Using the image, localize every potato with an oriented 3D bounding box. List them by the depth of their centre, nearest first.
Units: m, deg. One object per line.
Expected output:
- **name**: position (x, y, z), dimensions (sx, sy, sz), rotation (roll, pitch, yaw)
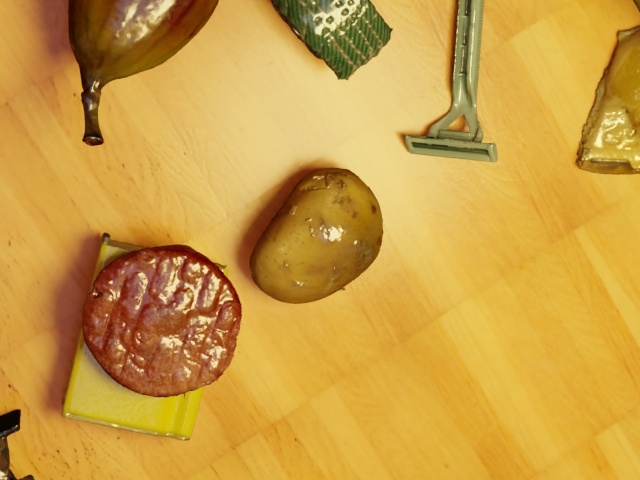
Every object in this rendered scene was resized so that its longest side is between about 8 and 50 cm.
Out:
- **potato**: position (0.000, 0.000, 1.733), dimensions (0.137, 0.137, 0.176), rotation (30, 95, -14)

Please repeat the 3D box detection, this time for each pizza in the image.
- **pizza**: position (0.400, -0.164, 1.803), dimensions (0.204, 0.080, 0.188), rotation (-20, 102, -5)

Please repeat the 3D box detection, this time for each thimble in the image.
- **thimble**: position (0.010, -0.261, 1.694), dimensions (0.090, 0.118, 0.135), rotation (-41, 120, 3)

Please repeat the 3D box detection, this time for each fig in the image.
- **fig**: position (-0.214, -0.233, 1.634), dimensions (0.170, 0.145, 0.274), rotation (21, 80, -13)

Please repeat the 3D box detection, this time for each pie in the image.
- **pie**: position (-0.179, 0.091, 1.681), dimensions (0.182, 0.049, 0.182), rotation (-1, 98, -8)

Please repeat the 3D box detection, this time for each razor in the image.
- **razor**: position (0.174, -0.236, 1.767), dimensions (0.111, 0.056, 0.278), rotation (8, 93, 24)

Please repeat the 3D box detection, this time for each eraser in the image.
- **eraser**: position (-0.205, 0.117, 1.741), dimensions (0.158, 0.069, 0.226), rotation (13, 97, -14)

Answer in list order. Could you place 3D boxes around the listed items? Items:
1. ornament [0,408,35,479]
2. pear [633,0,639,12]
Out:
- **ornament**: position (-0.367, 0.309, 1.736), dimensions (0.081, 0.088, 0.203), rotation (-14, 103, -7)
- **pear**: position (0.520, -0.337, 1.668), dimensions (0.413, 0.352, 0.352), rotation (4, 99, -15)
